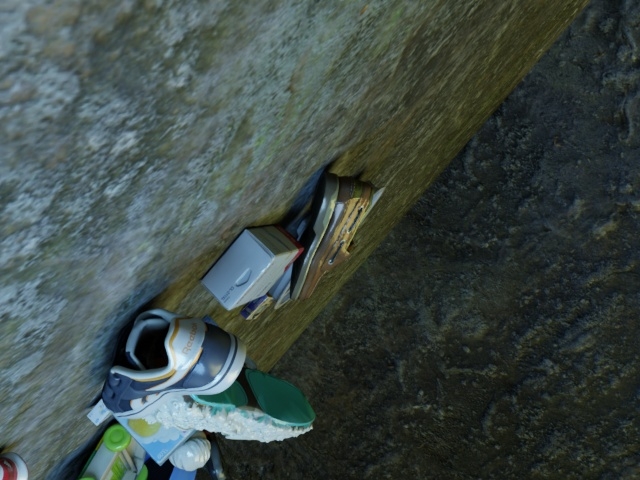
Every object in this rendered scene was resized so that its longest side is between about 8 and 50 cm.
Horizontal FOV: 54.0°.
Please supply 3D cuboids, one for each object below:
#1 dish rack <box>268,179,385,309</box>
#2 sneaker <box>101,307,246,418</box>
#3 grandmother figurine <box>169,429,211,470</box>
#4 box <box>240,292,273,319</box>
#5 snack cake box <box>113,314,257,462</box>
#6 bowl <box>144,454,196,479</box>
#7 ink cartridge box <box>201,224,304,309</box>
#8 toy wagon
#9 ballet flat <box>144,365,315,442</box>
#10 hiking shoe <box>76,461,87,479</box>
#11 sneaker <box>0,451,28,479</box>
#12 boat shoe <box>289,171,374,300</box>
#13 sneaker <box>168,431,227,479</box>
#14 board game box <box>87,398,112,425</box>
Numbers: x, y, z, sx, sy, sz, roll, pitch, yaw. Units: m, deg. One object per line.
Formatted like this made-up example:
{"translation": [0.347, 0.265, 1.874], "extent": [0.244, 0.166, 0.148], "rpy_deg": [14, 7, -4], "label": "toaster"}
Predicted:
{"translation": [0.000, 0.000, 1.482], "extent": [0.285, 0.072, 0.333], "rpy_deg": [-38, 168, -40], "label": "dish rack"}
{"translation": [-0.258, 0.178, 0.938], "extent": [0.321, 0.127, 0.126], "rpy_deg": [-25, -138, 37], "label": "sneaker"}
{"translation": [-0.276, 0.385, 1.423], "extent": [0.207, 0.104, 0.342], "rpy_deg": [-34, -161, 13], "label": "grandmother figurine"}
{"translation": [-0.161, 0.167, 1.622], "extent": [0.081, 0.028, 0.136], "rpy_deg": [-46, 173, 0], "label": "box"}
{"translation": [-0.274, 0.300, 1.269], "extent": [0.264, 0.152, 0.089], "rpy_deg": [-43, 171, -23], "label": "snack cake box"}
{"translation": [-0.457, 0.639, 1.570], "extent": [0.391, 0.077, 0.391], "rpy_deg": [-37, -156, 20], "label": "bowl"}
{"translation": [-0.115, 0.042, 1.111], "extent": [0.127, 0.072, 0.175], "rpy_deg": [-48, 171, 12], "label": "ink cartridge box"}
{"translation": [-0.444, 0.497, 1.396], "extent": [0.267, 0.068, 0.344], "rpy_deg": [97, 14, -52], "label": "toy wagon"}
{"translation": [-0.172, 0.308, 1.175], "extent": [0.147, 0.147, 0.409], "rpy_deg": [-47, 140, 8], "label": "ballet flat"}
{"translation": [-0.524, 0.570, 1.525], "extent": [0.114, 0.086, 0.227], "rpy_deg": [-35, 165, -40], "label": "hiking shoe"}
{"translation": [-0.507, 0.384, 0.840], "extent": [0.221, 0.087, 0.128], "rpy_deg": [-58, 164, -4], "label": "sneaker"}
{"translation": [0.017, 0.011, 1.217], "extent": [0.111, 0.104, 0.307], "rpy_deg": [-94, -160, -46], "label": "boat shoe"}
{"translation": [-0.295, 0.484, 1.440], "extent": [0.130, 0.227, 0.087], "rpy_deg": [-23, 124, -18], "label": "sneaker"}
{"translation": [-0.339, 0.253, 1.129], "extent": [0.154, 0.026, 0.103], "rpy_deg": [-48, 177, 8], "label": "board game box"}
